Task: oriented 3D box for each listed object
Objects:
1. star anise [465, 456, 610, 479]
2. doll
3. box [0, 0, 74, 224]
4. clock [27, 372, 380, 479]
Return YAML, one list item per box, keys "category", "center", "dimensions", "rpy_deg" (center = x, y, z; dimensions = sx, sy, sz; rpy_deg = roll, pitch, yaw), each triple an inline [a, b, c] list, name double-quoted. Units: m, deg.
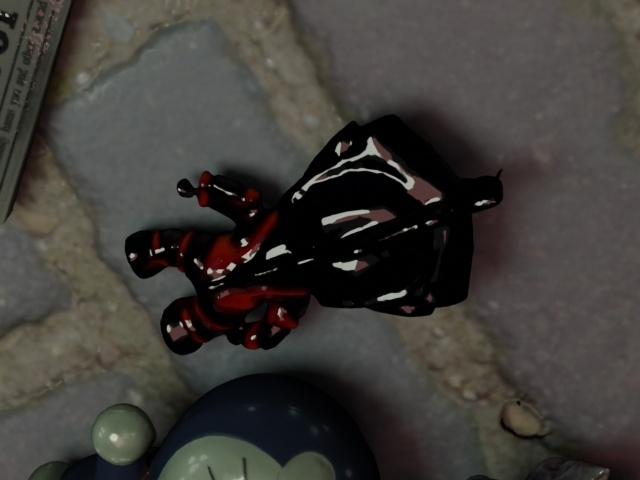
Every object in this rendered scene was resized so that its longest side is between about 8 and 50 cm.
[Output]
- category: "star anise"
  center: [0.120, 0.219, 1.010]
  dimensions: [0.262, 0.081, 0.230]
  rpy_deg: [6, 135, -24]
- category: "doll"
  center: [0.000, -0.003, 0.938]
  dimensions: [0.248, 0.088, 0.127]
  rpy_deg: [-21, 133, 23]
- category: "box"
  center: [-0.225, -0.107, 0.925]
  dimensions: [0.115, 0.036, 0.177]
  rpy_deg: [22, 115, -3]
- category: "clock"
  center: [-0.079, 0.179, 0.993]
  dimensions: [0.243, 0.146, 0.199]
  rpy_deg: [-20, 117, 18]
